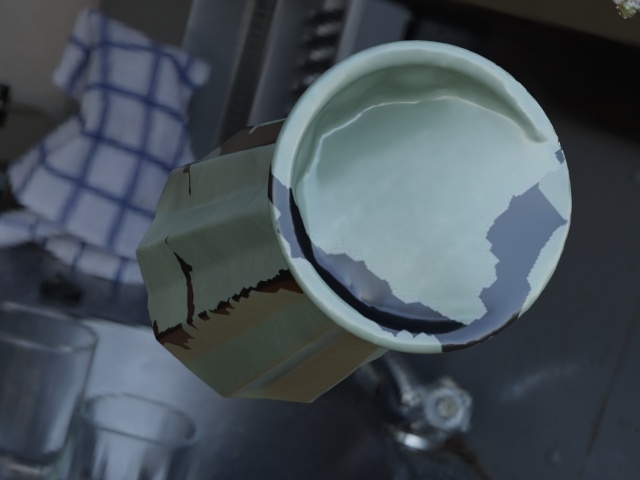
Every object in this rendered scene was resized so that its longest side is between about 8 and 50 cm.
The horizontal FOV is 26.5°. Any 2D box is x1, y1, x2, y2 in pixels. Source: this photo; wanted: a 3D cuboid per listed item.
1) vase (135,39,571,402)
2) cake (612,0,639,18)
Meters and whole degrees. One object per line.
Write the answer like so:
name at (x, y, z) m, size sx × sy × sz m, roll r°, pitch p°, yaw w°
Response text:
vase at (0.000, 0.000, 0.664) m, size 0.165 × 0.165 × 0.360 m, roll 15°, pitch -9°, yaw -10°
cake at (0.293, -0.201, 0.837) m, size 0.098 × 0.287 × 0.135 m, roll 55°, pitch -10°, yaw 30°
